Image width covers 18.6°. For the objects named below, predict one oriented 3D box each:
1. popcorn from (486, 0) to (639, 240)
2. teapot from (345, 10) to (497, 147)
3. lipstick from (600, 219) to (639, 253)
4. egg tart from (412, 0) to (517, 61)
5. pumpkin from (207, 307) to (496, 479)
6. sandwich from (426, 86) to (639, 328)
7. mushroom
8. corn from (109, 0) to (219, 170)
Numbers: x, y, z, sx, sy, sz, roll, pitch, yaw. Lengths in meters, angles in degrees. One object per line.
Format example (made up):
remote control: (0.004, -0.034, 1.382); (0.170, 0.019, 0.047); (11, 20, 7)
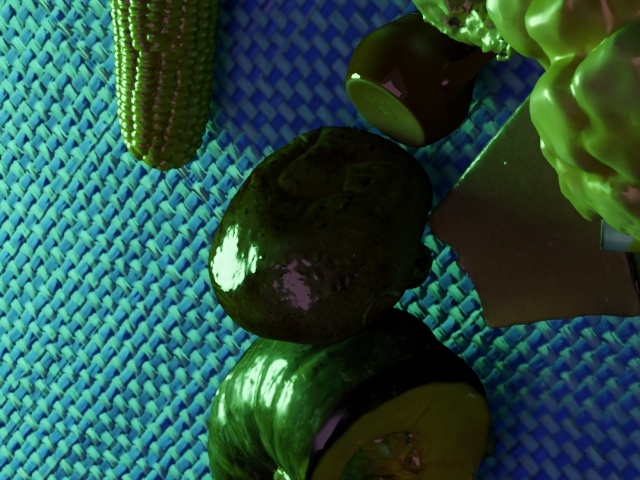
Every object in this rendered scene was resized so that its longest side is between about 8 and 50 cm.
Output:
popcorn: (0.327, -0.143, 1.300); (0.390, 0.354, 0.344); (-27, 110, 21)
teapot: (0.083, -0.147, 1.663); (0.173, 0.116, 0.116); (9, 113, 57)
lipstick: (0.345, -0.013, 1.477); (0.264, 0.059, 0.059); (3, 110, 8)
egg tart: (0.134, -0.284, 1.537); (0.288, 0.118, 0.288); (34, 140, 34)
pumpkin: (0.028, 0.178, 1.771); (0.232, 0.242, 0.325); (55, 142, 44)
sandwich: (0.185, -0.047, 1.614); (0.186, 0.108, 0.220); (-6, 104, 37)
mushroom: (-0.001, -0.013, 1.677); (0.194, 0.231, 0.138); (0, 123, 4)
corn: (-0.142, -0.212, 1.800); (0.106, 0.106, 0.305); (16, 117, 31)
